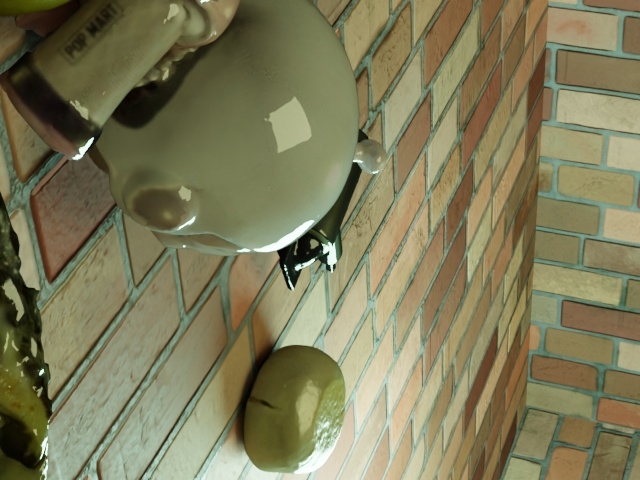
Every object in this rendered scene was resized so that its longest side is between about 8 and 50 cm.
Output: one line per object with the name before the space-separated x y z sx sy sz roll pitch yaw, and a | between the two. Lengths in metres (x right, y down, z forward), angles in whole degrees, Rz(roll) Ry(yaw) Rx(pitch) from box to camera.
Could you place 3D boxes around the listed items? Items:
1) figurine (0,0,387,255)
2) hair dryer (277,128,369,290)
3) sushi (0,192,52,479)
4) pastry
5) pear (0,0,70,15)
figurine | -0.091 -0.117 1.020 0.361 0.211 0.253 60 44 -62
hair dryer | 0.000 0.000 1.612 0.248 0.078 0.195 78 30 -61
sushi | -0.247 0.045 0.807 0.131 0.139 0.291 -47 137 -43
pastry | -0.031 0.200 1.585 0.156 0.092 0.156 6 90 -66
pear | -0.179 -0.214 0.808 0.149 0.149 0.162 83 30 -43
